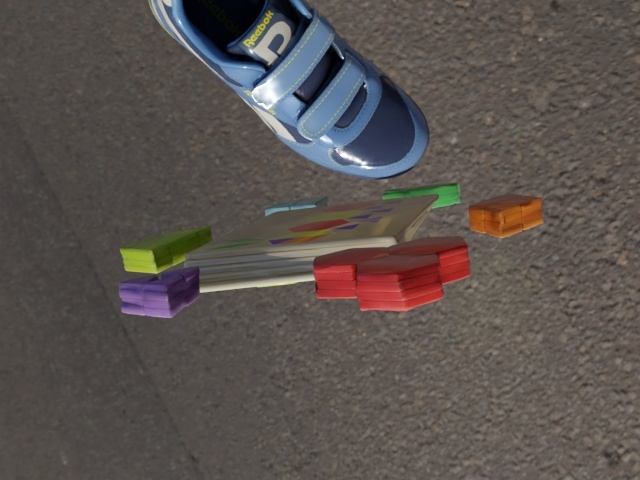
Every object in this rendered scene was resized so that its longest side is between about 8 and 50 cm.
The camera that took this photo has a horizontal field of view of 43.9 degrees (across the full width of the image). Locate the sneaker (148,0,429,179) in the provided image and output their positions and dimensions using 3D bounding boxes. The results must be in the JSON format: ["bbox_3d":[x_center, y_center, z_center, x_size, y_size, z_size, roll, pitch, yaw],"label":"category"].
[{"bbox_3d":[-0.013,-0.073,0.338,0.144,0.053,0.059,34,-179,-12],"label":"sneaker"}]

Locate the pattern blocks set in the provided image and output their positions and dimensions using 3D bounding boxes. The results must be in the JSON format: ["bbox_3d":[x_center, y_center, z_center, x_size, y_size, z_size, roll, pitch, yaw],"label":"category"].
[{"bbox_3d":[0.000,0.000,0.535,0.285,0.325,0.026,-4,101,26],"label":"pattern blocks set"}]
